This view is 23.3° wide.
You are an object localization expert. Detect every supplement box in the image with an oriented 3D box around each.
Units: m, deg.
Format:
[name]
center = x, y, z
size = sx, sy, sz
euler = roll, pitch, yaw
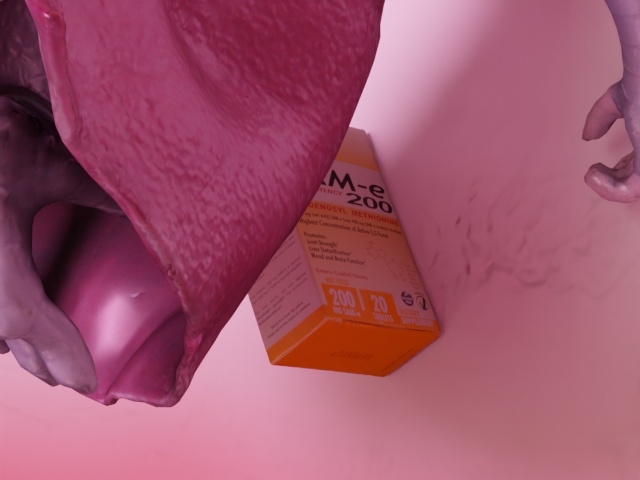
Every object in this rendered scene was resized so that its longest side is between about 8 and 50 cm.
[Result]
[supplement box]
center = 0.000, 0.000, 0.598
size = 0.036, 0.062, 0.098
euler = -41, 55, 34

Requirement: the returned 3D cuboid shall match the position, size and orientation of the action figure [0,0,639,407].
[action figure]
center = -0.019, -0.128, 0.491
size = 0.248, 0.275, 0.370
euler = 26, 69, 38
